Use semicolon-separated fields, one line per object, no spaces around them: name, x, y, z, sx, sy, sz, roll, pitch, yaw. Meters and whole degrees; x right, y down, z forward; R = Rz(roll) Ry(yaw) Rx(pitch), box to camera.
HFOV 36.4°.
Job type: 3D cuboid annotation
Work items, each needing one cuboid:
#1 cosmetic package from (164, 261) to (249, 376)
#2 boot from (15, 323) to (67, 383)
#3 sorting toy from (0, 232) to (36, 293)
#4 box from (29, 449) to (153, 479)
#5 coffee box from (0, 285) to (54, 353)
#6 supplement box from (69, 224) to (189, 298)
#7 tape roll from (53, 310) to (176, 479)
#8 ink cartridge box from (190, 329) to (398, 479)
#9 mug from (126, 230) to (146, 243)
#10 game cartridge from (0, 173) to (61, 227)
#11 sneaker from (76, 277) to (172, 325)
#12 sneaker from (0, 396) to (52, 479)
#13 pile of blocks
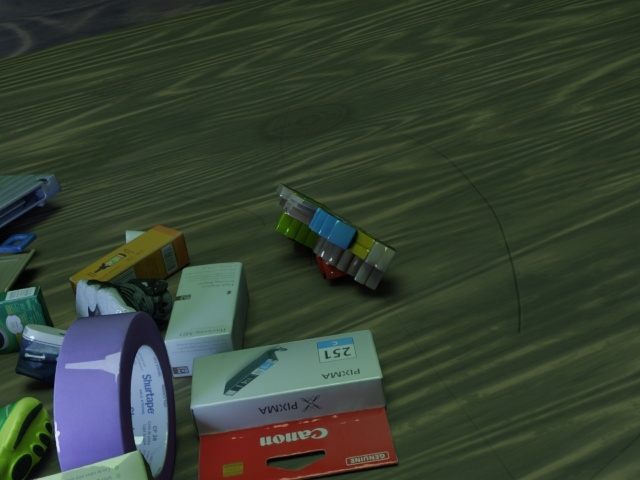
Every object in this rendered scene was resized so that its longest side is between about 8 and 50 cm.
cosmetic package;-0.194;0.134;1.703;0.117;0.086;0.231;-7;28;4
boot;-0.420;0.205;1.665;0.190;0.086;0.069;15;6;-11
sorting toy;-0.678;0.090;1.945;0.196;0.047;0.348;-10;26;10
box;-0.277;0.392;1.113;0.213;0.117;0.243;-14;70;-10
coffee box;-0.581;0.150;1.748;0.184;0.113;0.040;-11;31;-2
supplement box;-0.367;0.057;1.890;0.078;0.080;0.233;17;36;39
tape roll;-0.277;0.238;1.347;0.090;0.275;0.275;-7;29;6
ink cartridge box;-0.047;0.252;1.477;0.296;0.066;0.261;-9;28;-1
mug;-0.366;0.004;2.002;0.064;0.062;0.078;-5;35;-9
game cartridge;-0.779;-0.049;2.172;0.230;0.068;0.355;-3;27;37
sneaker;-0.319;0.120;1.690;0.153;0.101;0.268;-4;13;-31
sneaker;-0.503;0.348;1.413;0.123;0.109;0.295;-14;23;27
pile of blocks;0.000;0.000;1.840;0.149;0.113;0.362;24;6;-37
